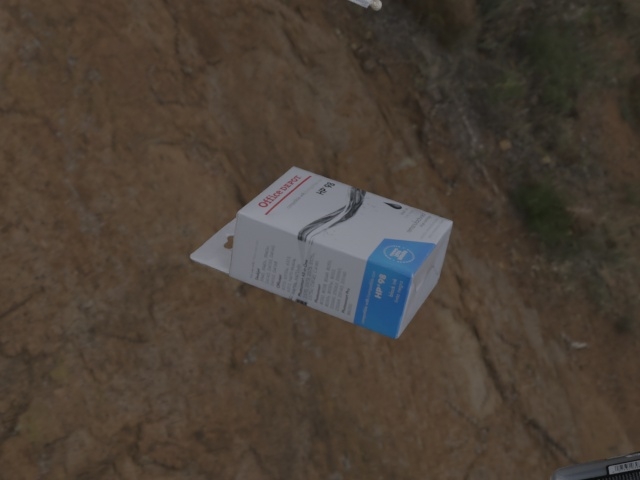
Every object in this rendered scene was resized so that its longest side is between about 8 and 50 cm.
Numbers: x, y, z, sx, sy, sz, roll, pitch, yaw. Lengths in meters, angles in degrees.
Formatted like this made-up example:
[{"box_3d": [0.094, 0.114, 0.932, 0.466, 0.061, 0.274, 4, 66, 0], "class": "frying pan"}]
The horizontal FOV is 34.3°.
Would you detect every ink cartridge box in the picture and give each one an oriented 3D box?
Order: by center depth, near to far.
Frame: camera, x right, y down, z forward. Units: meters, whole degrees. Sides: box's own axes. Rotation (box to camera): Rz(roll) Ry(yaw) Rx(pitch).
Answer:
[{"box_3d": [0.000, 0.000, 0.812, 0.104, 0.180, 0.060, -46, 151, -56], "class": "ink cartridge box"}]

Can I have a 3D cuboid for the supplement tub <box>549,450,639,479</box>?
[{"box_3d": [0.503, 0.393, 1.482, 0.193, 0.316, 0.193, -15, 90, -75], "class": "supplement tub"}]

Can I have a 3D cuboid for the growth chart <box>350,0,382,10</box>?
[{"box_3d": [0.070, -0.441, 1.434, 0.172, 0.237, 0.021, 30, 16, -14], "class": "growth chart"}]
